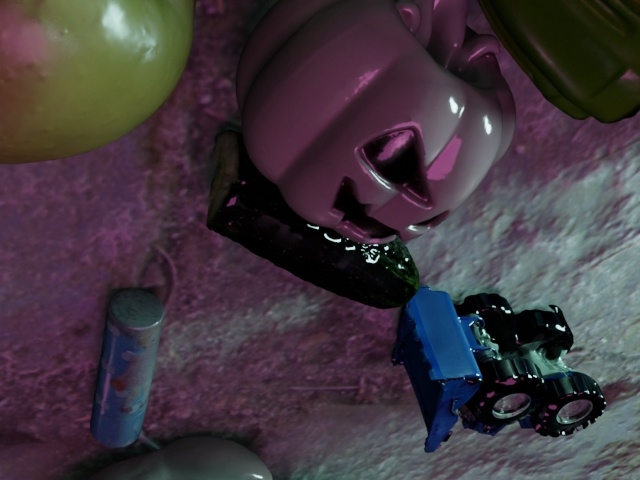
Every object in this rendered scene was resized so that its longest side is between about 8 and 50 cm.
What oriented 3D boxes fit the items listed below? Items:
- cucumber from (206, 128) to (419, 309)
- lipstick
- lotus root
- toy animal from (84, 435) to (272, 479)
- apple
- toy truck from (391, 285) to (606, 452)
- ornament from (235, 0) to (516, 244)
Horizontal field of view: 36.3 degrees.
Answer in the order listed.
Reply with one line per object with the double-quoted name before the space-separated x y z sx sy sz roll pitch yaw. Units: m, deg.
"cucumber" 0.000 -0.001 0.767 0.074 0.074 0.241 -40 133 21
"lipstick" -0.167 0.112 0.836 0.048 0.048 0.158 1 132 -20
"lotus root" 0.151 -0.188 0.588 0.186 0.186 0.186 -10 135 -10
"toy animal" -0.087 0.322 0.987 0.258 0.194 0.357 -33 127 28
"apple" -0.160 -0.128 0.510 0.200 0.200 0.200 -10 135 -10
"toy truck" 0.150 0.125 0.913 0.208 0.113 0.126 16 127 -30
"ornament" 0.040 -0.092 0.618 0.177 0.177 0.177 -10 135 -10
